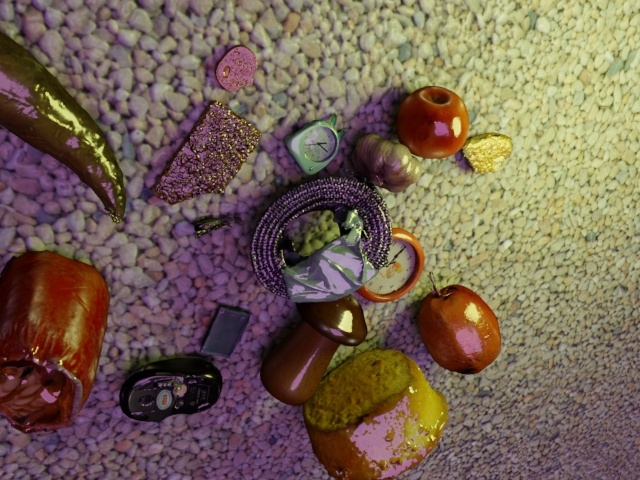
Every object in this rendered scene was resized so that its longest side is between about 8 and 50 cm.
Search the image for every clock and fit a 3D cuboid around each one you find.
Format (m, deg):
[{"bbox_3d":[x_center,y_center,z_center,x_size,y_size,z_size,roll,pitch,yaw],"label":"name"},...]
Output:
[{"bbox_3d":[-0.004,-0.215,1.136,0.135,0.041,0.101,-36,121,-5],"label":"clock"},{"bbox_3d":[0.170,0.064,1.326,0.205,0.051,0.205,-8,115,-18],"label":"clock"}]

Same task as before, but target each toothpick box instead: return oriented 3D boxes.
[{"bbox_3d":[-0.018,0.246,1.261,0.192,0.192,0.294,24,109,-29],"label":"toothpick box"}]

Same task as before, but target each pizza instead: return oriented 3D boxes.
[{"bbox_3d":[0.414,-0.221,1.306,0.160,0.036,0.099,-10,116,-17],"label":"pizza"}]

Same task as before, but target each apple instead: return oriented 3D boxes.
[{"bbox_3d":[0.248,-0.262,1.150,0.163,0.163,0.139,-17,130,-15],"label":"apple"}]

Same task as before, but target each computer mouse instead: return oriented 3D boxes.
[{"bbox_3d":[-0.349,0.342,1.216,0.233,0.096,0.137,5,116,-28],"label":"computer mouse"}]

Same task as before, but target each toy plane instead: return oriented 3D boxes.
[{"bbox_3d":[-0.226,-0.035,1.123,0.120,0.049,0.031,-19,121,-33],"label":"toy plane"}]

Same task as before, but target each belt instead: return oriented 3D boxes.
[{"bbox_3d":[0.000,0.000,1.141,0.324,0.122,0.260,-27,93,-3],"label":"belt"}]

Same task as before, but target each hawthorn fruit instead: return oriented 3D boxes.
[{"bbox_3d":[0.354,0.210,1.391,0.211,0.211,0.299,-33,109,-6],"label":"hawthorn fruit"}]

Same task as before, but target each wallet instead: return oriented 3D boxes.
[{"bbox_3d":[-0.228,0.217,1.248,0.088,0.026,0.129,19,104,-32],"label":"wallet"}]

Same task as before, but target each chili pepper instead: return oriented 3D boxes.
[{"bbox_3d":[-0.521,0.193,0.963,0.229,0.305,0.251,22,113,-23],"label":"chili pepper"}]

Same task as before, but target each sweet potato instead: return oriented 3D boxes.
[{"bbox_3d":[-0.476,-0.207,0.903,0.130,0.130,0.423,-39,127,-2],"label":"sweet potato"}]

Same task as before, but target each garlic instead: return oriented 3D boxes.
[{"bbox_3d":[0.139,-0.166,1.156,0.159,0.147,0.102,32,76,-15],"label":"garlic"}]

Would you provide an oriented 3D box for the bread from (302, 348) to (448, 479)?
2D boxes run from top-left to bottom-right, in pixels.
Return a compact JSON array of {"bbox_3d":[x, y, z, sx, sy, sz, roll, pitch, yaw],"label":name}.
[{"bbox_3d":[0.131,0.427,1.313,0.358,0.337,0.204,-30,113,-17],"label":"bread"}]

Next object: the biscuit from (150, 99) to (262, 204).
[{"bbox_3d":[-0.233,-0.160,1.075,0.131,0.026,0.237,33,97,-29],"label":"biscuit"}]

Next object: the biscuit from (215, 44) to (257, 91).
[{"bbox_3d":[-0.163,-0.337,1.030,0.091,0.015,0.078,-45,123,2],"label":"biscuit"}]
